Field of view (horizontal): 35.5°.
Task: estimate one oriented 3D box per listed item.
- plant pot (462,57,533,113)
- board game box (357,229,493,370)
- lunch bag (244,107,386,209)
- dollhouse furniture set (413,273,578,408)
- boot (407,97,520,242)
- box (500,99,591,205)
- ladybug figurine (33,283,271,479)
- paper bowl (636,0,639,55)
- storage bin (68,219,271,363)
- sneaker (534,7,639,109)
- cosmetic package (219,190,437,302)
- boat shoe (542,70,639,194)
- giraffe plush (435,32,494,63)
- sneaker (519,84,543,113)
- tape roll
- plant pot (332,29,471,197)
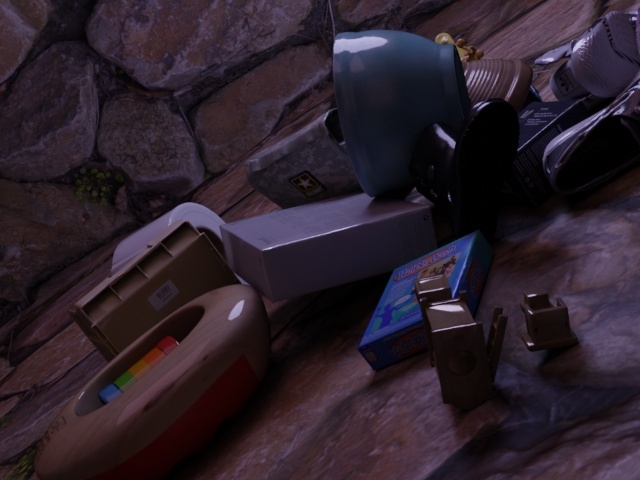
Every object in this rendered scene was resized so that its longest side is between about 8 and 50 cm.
[{"bbox_3d":[0.284,-0.257,1.885,0.237,0.110,0.237,-56,12,18],"label":"plant pot"},{"bbox_3d":[0.152,0.082,1.421,0.160,0.047,0.210,-27,18,32],"label":"board game box"},{"bbox_3d":[0.020,-0.155,2.002,0.235,0.169,0.287,-24,-17,40],"label":"lunch bag"},{"bbox_3d":[0.208,0.108,1.205,0.161,0.101,0.182,-10,17,2],"label":"dollhouse furniture set"},{"bbox_3d":[0.210,-0.137,1.540,0.094,0.246,0.207,-7,34,-16],"label":"boot"},{"bbox_3d":[0.340,-0.141,1.585,0.158,0.093,0.156,-40,15,-8],"label":"box"},{"bbox_3d":[-0.248,0.253,1.577,0.449,0.162,0.305,-40,16,-14],"label":"ladybug figurine"},{"bbox_3d":[0.557,-0.276,1.254,0.284,0.148,0.284,-12,73,41],"label":"paper bowl"},{"bbox_3d":[-0.273,0.137,1.806,0.262,0.260,0.123,-42,20,-19],"label":"storage bin"},{"bbox_3d":[0.441,-0.272,1.616,0.210,0.137,0.366,-28,1,40],"label":"sneaker"},{"bbox_3d":[0.000,0.000,1.726,0.284,0.097,0.377,-12,10,-14],"label":"cosmetic package"},{"bbox_3d":[0.447,-0.168,1.408,0.301,0.108,0.102,-34,15,19],"label":"boat shoe"},{"bbox_3d":[0.266,-0.333,2.083,0.170,0.181,0.210,-63,21,9],"label":"giraffe plush"},{"bbox_3d":[0.382,-0.259,1.929,0.083,0.071,0.190,-46,9,19],"label":"sneaker"},{"bbox_3d":[-0.286,0.065,2.073,0.169,0.246,0.246,-28,17,27],"label":"tape roll"},{"bbox_3d":[0.156,-0.235,1.734,0.196,0.293,0.293,-10,23,15],"label":"plant pot"}]
